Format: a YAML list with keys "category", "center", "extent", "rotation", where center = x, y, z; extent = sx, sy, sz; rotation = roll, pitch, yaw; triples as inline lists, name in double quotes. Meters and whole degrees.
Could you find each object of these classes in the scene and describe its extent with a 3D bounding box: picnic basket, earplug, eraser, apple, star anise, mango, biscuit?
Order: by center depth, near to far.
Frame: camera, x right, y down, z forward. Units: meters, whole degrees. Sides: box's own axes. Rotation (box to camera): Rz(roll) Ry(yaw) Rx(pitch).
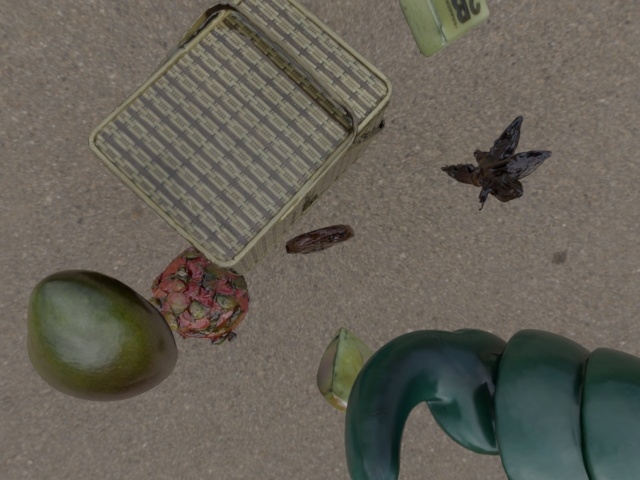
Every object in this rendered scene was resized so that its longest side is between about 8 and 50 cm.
- category: "earplug"
  center: [0.189, 0.158, 0.394]
  extent: [0.280, 0.257, 0.163]
  rotation: [-8, 66, 37]
- category: "mango"
  center: [-0.224, 0.108, 0.439]
  extent: [0.133, 0.267, 0.111]
  rotation: [17, 62, -1]
- category: "picnic basket"
  center: [-0.084, -0.137, 0.536]
  extent: [0.228, 0.175, 0.313]
  rotation: [43, 81, 3]
- category: "star anise"
  center: [0.304, -0.131, 0.713]
  extent: [0.053, 0.212, 0.157]
  rotation: [38, 108, -26]
- category: "eraser"
  center: [0.224, -0.416, 0.749]
  extent: [0.172, 0.058, 0.117]
  rotation: [-41, 112, -30]
- category: "biscuit"
  center: [0.000, 0.000, 1.107]
  extent: [0.192, 0.192, 0.049]
  rotation: [-19, 84, 1]
- category: "apple"
  center: [0.082, 0.390, 1.180]
  extent: [0.193, 0.265, 0.120]
  rotation: [42, 117, -14]

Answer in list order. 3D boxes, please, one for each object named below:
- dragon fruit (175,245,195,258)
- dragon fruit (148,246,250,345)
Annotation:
- category: "dragon fruit"
  center: [-0.456, 0.132, 1.663]
  extent: [0.241, 0.241, 0.252]
  rotation: [3, 116, -3]
- category: "dragon fruit"
  center: [-0.421, 0.181, 1.340]
  extent: [0.314, 0.263, 0.296]
  rotation: [32, 101, 23]
